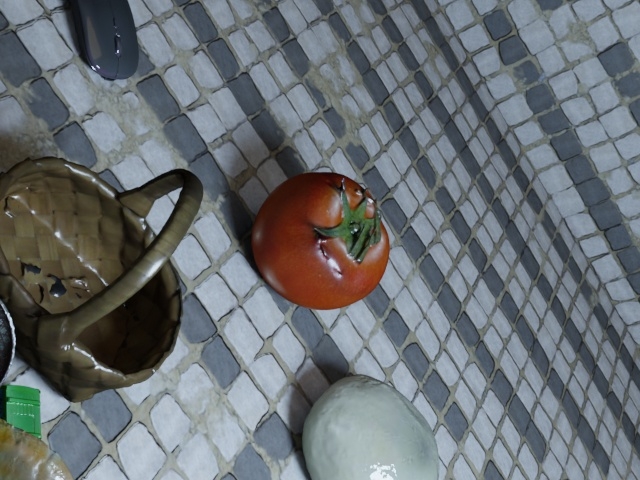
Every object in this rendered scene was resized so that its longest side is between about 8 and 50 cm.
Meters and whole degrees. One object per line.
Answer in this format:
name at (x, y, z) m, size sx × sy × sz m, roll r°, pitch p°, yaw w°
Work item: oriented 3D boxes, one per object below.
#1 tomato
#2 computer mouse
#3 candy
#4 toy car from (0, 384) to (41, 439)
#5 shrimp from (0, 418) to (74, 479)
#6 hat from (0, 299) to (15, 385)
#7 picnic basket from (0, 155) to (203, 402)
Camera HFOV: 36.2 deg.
tomato at (0.000, 0.000, 1.778) m, size 0.256 × 0.224 × 0.255 m, roll 26°, pitch 54°, yaw -42°
computer mouse at (-0.373, -0.385, 1.666) m, size 0.120 × 0.057 × 0.232 m, roll 2°, pitch 67°, yaw -53°
candy at (0.102, 0.370, 1.720) m, size 0.295 × 0.185 × 0.295 m, roll 24°, pitch 56°, yaw -41°
toy car at (-0.388, 0.260, 1.229) m, size 0.071 × 0.062 × 0.165 m, roll 19°, pitch 54°, yaw -48°
shrimp at (-0.434, 0.271, 1.131) m, size 0.317 × 0.077 × 0.168 m, roll 30°, pitch 78°, yaw -14°
hat at (-0.478, 0.123, 1.190) m, size 0.193 × 0.082 × 0.193 m, roll -7°, pitch 103°, yaw -31°
picnic basket at (-0.284, 0.023, 1.296) m, size 0.337 × 0.337 × 0.293 m, roll 48°, pitch 35°, yaw -23°
